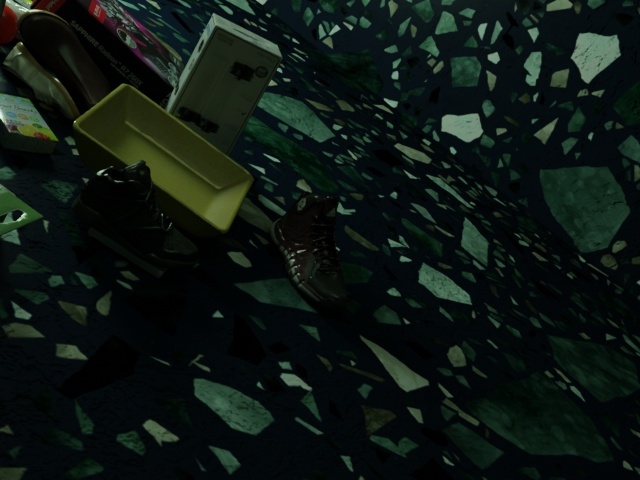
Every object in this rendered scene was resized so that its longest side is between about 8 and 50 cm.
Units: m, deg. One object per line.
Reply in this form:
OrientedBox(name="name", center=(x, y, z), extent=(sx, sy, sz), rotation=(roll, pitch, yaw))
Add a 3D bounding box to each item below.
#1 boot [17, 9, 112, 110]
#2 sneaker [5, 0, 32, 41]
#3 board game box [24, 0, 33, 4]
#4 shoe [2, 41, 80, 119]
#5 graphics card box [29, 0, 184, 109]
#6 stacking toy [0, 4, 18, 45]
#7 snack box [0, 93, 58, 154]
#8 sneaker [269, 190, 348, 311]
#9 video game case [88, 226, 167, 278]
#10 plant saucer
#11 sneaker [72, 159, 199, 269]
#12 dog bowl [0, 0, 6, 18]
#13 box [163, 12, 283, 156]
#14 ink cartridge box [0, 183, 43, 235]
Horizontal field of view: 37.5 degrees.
OrientedBox(name="boot", center=(-0.496, -0.342, 1.913), extent=(0.207, 0.090, 0.248), rotation=(54, 4, 33))
OrientedBox(name="sneaker", center=(-0.666, -0.476, 2.070), extent=(0.235, 0.090, 0.095), rotation=(29, 41, -9))
OrientedBox(name="board game box", center=(-0.645, -0.501, 2.178), extent=(0.181, 0.043, 0.092), rotation=(28, 23, -13))
OrientedBox(name="shoe", center=(-0.560, -0.310, 1.895), extent=(0.219, 0.058, 0.076), rotation=(46, -13, 20))
OrientedBox(name="graphics card box", center=(-0.468, -0.454, 2.131), extent=(0.371, 0.094, 0.233), rotation=(43, 16, -26))
OrientedBox(name="stacking toy", center=(-0.740, -0.456, 1.866), extent=(0.141, 0.141, 0.330), rotation=(43, 18, 22))
OrientedBox(name="snack box", center=(-0.555, -0.215, 1.720), extent=(0.100, 0.037, 0.141), rotation=(7, 33, -49))
OrientedBox(name="sneaker", center=(0.000, 0.000, 1.864), extent=(0.106, 0.162, 0.281), rotation=(13, 29, -41))
OrientedBox(name="video game case", center=(-0.313, -0.005, 1.643), extent=(0.143, 0.019, 0.157), rotation=(33, 22, -2))
OrientedBox(name="plant saucer", center=(-0.307, -0.142, 1.823), extent=(0.333, 0.081, 0.333), rotation=(37, 21, -9))
OrientedBox(name="sneaker", center=(-0.287, -0.045, 1.568), extent=(0.227, 0.130, 0.087), rotation=(33, 24, -7))
OrientedBox(name="dog bowl", center=(-0.707, -0.455, 1.633), extent=(0.349, 0.348, 0.102), rotation=(34, 9, 2))
OrientedBox(name="box", center=(-0.226, -0.324, 2.058), extent=(0.169, 0.290, 0.087), rotation=(22, 23, -22))
OrientedBox(name="ink cartridge box", center=(-0.532, -0.061, 1.402), extent=(0.209, 0.062, 0.109), rotation=(36, 22, 6))
